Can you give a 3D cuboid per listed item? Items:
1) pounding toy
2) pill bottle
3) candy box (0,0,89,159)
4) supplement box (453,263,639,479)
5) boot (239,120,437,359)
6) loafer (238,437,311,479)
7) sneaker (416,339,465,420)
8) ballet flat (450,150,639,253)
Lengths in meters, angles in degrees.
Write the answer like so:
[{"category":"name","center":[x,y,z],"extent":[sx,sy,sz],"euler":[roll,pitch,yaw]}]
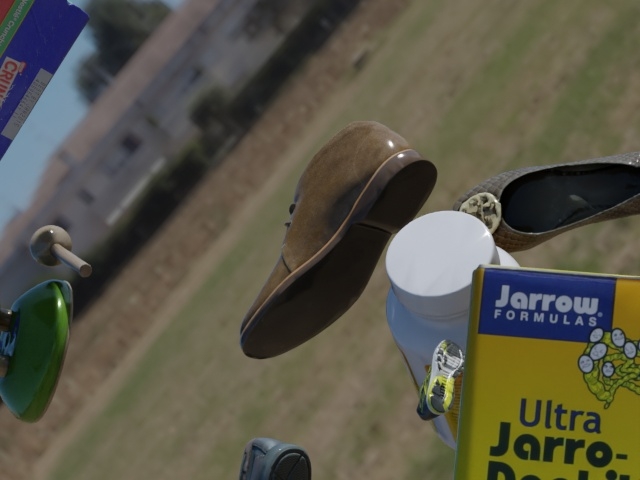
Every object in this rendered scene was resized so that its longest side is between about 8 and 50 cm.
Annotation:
[{"category":"pounding toy","center":[-0.377,0.102,2.273],"extent":[0.183,0.110,0.237],"euler":[-135,61,-67]},{"category":"pill bottle","center":[0.140,0.086,1.743],"extent":[0.136,0.136,0.245],"euler":[-52,-37,-23]},{"category":"candy box","center":[-0.436,-0.219,2.177],"extent":[0.268,0.122,0.317],"euler":[-57,36,2]},{"category":"supplement box","center":[0.205,0.209,1.346],"extent":[0.194,0.195,0.356],"euler":[24,-109,-72]},{"category":"boot","center":[0.000,0.000,2.082],"extent":[0.305,0.115,0.112],"euler":[-51,-35,11]},{"category":"loafer","center":[-0.072,0.372,2.258],"extent":[0.084,0.096,0.267],"euler":[15,96,50]},{"category":"sneaker","center":[0.101,0.121,1.599],"extent":[0.035,0.031,0.083],"euler":[-43,18,44]},{"category":"ballet flat","center":[0.244,-0.043,1.782],"extent":[0.250,0.084,0.058],"euler":[-10,-15,11]}]
